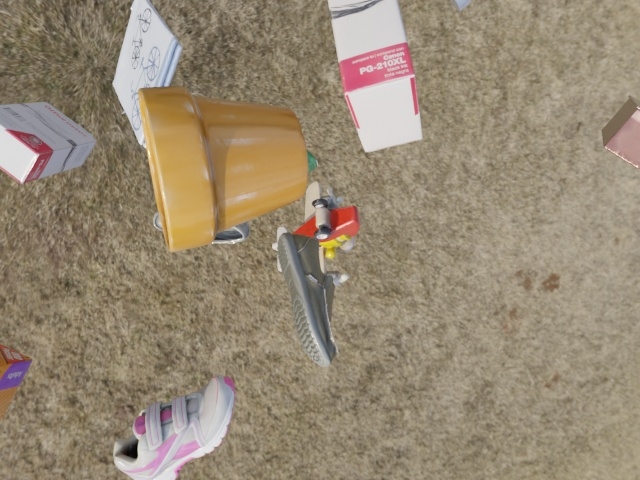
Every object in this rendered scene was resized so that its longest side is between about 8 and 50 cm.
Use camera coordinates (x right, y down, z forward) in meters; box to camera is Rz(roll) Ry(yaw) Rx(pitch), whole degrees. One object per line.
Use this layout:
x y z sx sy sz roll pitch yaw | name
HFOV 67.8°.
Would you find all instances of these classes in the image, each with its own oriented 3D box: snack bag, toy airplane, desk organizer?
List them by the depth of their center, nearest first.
0.358 -0.126 0.543 0.130 0.047 0.050 -36 160 -55 | desk organizer
-0.499 -0.486 1.339 0.037 0.343 0.323 0 133 -42 | snack bag
0.000 0.000 1.825 0.272 0.384 0.387 13 106 -34 | toy airplane

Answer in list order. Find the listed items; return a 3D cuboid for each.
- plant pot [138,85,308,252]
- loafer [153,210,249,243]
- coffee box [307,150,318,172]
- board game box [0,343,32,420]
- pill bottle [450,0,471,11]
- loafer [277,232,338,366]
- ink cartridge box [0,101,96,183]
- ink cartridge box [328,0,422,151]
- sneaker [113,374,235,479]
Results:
-0.124 -0.102 0.631 0.187 0.205 0.205 -11 113 -20 | plant pot
-0.395 -0.050 1.575 0.318 0.111 0.112 5 107 -4 | loafer
-0.113 -0.197 1.311 0.184 0.113 0.040 -38 160 -10 | coffee box
-0.728 0.269 0.647 0.356 0.356 0.357 24 80 0 | board game box
0.271 -0.456 0.791 0.137 0.078 0.078 -36 123 21 | pill bottle
-0.007 0.097 0.853 0.087 0.094 0.252 -10 75 -20 | loafer
-0.452 -0.159 0.754 0.109 0.150 0.063 38 109 -6 | ink cartridge box
0.082 -0.286 0.728 0.100 0.238 0.172 -12 160 12 | ink cartridge box
-0.248 0.318 0.800 0.252 0.103 0.111 -46 121 3 | sneaker
